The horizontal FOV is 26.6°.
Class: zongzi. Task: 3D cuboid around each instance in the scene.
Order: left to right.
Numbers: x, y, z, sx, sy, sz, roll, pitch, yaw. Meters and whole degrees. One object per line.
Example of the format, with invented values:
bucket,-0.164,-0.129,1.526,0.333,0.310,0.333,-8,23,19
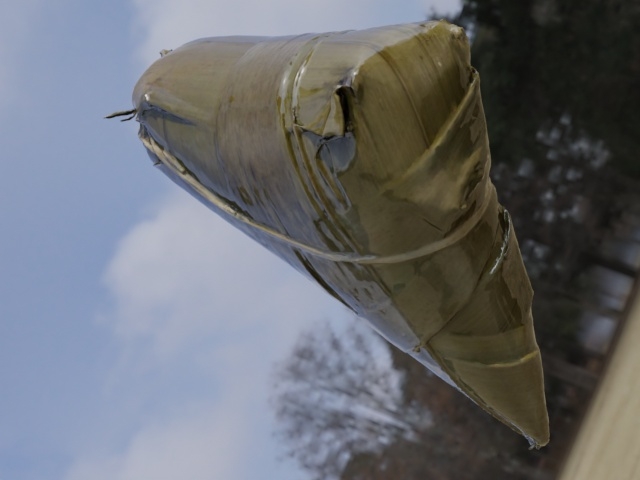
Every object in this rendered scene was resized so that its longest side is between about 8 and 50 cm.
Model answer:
zongzi,0.000,0.000,0.555,0.081,0.189,0.178,-38,-62,-33
